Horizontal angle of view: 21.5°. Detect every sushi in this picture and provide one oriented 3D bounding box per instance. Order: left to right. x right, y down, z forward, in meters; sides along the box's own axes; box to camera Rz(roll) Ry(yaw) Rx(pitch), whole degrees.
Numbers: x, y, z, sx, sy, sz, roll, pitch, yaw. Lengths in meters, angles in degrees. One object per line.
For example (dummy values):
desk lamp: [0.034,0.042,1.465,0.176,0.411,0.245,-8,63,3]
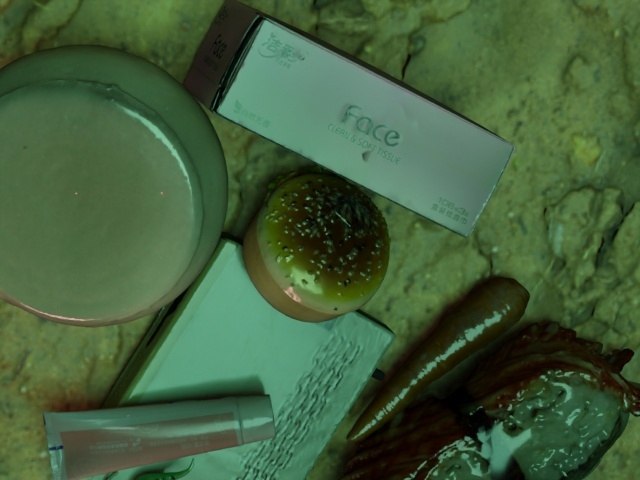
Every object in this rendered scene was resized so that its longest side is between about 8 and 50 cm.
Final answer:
sushi: [0.150,0.187,1.522,0.332,0.124,0.130,-36,118,-1]

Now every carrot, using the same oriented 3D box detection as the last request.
carrot: [0.103,0.108,1.520,0.216,0.048,0.048,-40,109,-8]

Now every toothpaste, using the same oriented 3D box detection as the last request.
toothpaste: [-0.137,0.166,1.449,0.194,0.043,0.067,-8,106,-4]

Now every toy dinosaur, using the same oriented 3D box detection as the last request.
toy dinosaur: [-0.153,0.210,1.465,0.062,0.021,0.083,29,97,-4]

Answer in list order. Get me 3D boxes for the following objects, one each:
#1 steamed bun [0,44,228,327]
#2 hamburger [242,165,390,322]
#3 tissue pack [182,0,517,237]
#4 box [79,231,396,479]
steamed bun: [-0.185,-0.050,1.370,0.232,0.145,0.232,3,111,7]
hamburger: [0.000,0.000,1.441,0.126,0.141,0.081,36,136,-12]
tissue pack: [0.020,-0.106,1.407,0.246,0.148,0.092,25,96,-19]
box: [-0.078,0.150,1.500,0.211,0.045,0.270,29,96,-18]
